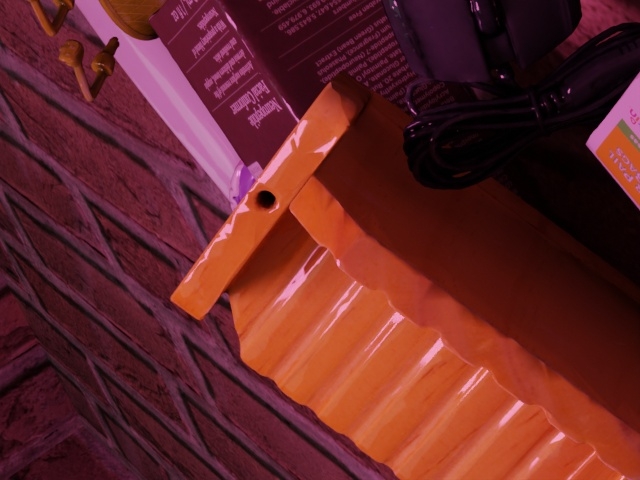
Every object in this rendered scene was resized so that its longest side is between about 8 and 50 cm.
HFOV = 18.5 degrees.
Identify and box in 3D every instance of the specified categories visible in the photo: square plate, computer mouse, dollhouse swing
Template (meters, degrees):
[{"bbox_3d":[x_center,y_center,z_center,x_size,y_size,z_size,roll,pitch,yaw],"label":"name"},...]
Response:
[{"bbox_3d":[-0.151,-0.224,1.933,0.344,0.049,0.347,52,163,10],"label":"square plate"},{"bbox_3d":[0.096,-0.180,1.179,0.072,0.188,0.272,-47,-66,-82],"label":"computer mouse"},{"bbox_3d":[0.069,0.100,1.310,0.347,0.305,0.315,37,121,-3],"label":"dollhouse swing"}]

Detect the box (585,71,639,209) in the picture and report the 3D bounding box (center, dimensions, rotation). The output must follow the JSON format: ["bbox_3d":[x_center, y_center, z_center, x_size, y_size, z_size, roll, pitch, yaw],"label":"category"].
[{"bbox_3d":[0.240,-0.073,0.900,0.114,0.203,0.103,53,163,9],"label":"box"}]

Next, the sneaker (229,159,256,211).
[{"bbox_3d":[0.000,0.000,1.883,0.104,0.095,0.236,27,154,48],"label":"sneaker"}]

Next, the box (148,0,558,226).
[{"bbox_3d":[0.034,-0.074,1.569,0.381,0.143,0.191,54,163,-3],"label":"box"}]

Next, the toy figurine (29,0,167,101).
[{"bbox_3d":[-0.144,-0.303,1.555,0.217,0.191,0.362,-7,125,31],"label":"toy figurine"}]
